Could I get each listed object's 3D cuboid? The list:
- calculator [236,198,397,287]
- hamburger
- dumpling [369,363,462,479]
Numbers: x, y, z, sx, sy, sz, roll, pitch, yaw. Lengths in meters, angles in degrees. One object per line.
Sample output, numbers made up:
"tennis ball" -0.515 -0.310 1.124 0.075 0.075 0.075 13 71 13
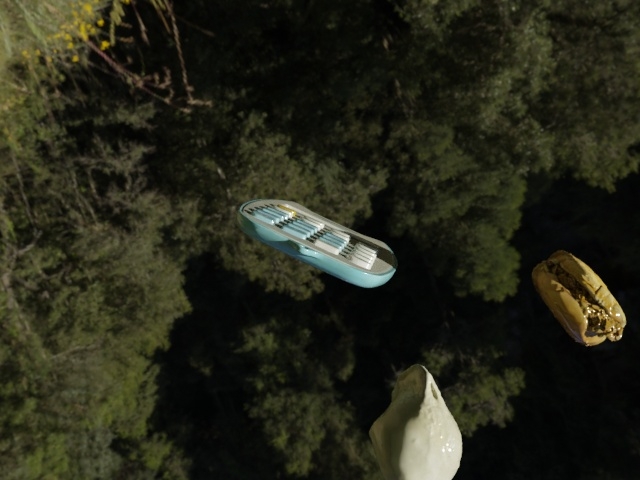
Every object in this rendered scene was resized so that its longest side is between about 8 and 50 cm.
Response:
"calculator" 0.000 0.000 0.999 0.386 0.256 0.054 -23 138 -82
"hamburger" 0.369 0.084 0.902 0.083 0.138 0.147 -42 178 13
"dumpling" 0.135 0.305 0.956 0.126 0.215 0.166 -18 177 -19
